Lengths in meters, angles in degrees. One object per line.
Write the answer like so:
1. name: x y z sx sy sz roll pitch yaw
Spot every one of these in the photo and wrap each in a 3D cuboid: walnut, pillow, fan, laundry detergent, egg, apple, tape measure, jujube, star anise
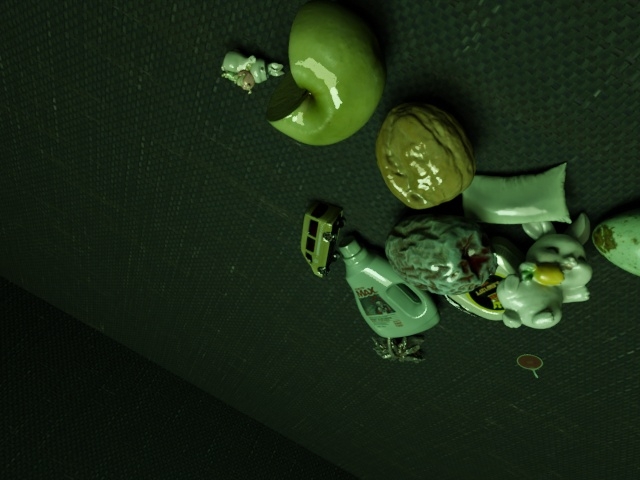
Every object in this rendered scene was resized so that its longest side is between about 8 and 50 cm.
1. walnut: 0.240 -0.204 1.040 0.257 0.257 0.224 41 167 -13
2. pillow: 0.483 -0.112 1.094 0.254 0.078 0.144 0 93 28
3. fan: 0.745 0.443 1.539 0.085 0.005 0.133 -14 122 34
4. laundry detergent: 0.204 0.146 1.452 0.264 0.125 0.398 -16 119 39
5. egg: 0.761 0.004 1.008 0.231 0.169 0.169 11 135 36
6. apple: 0.026 -0.356 0.974 0.233 0.258 0.295 31 140 -4
7. tape measure: 0.496 0.130 1.289 0.231 0.133 0.271 43 135 -5
8. jujube: 0.313 0.036 1.174 0.226 0.226 0.317 50 164 -21
9. star anise: 0.291 0.405 1.660 0.231 0.089 0.209 33 134 -31

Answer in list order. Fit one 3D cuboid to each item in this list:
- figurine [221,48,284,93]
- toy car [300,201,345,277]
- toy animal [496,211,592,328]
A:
1. figurine: -0.176 -0.429 1.133 0.146 0.081 0.098 22 100 5
2. toy car: 0.000 0.000 1.430 0.124 0.101 0.257 23 135 14
3. toy animal: 0.557 0.072 1.086 0.208 0.325 0.154 11 155 15
